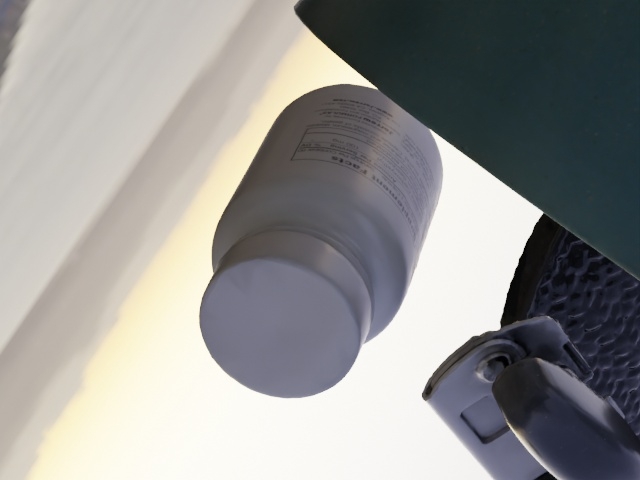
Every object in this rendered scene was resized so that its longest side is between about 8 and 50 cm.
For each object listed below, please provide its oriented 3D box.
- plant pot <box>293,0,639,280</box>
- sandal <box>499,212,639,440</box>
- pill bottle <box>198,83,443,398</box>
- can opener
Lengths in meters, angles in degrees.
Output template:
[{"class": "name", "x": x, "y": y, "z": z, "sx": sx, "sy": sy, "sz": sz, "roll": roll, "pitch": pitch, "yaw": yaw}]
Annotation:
[{"class": "plant pot", "x": 0.177, "y": -0.084, "z": 0.543, "sx": 0.235, "sy": 0.293, "sz": 0.293, "roll": -56, "pitch": -176, "yaw": 10}, {"class": "sandal", "x": 0.197, "y": 0.071, "z": 1.262, "sx": 0.167, "sy": 0.107, "sz": 0.446, "roll": -43, "pitch": 145, "yaw": -6}, {"class": "pill bottle", "x": 0.000, "y": 0.000, "z": 1.224, "sx": 0.131, "sy": 0.131, "sz": 0.229, "roll": -54, "pitch": -174, "yaw": 31}, {"class": "can opener", "x": 0.146, "y": 0.139, "z": 0.967, "sx": 0.076, "sy": 0.283, "sz": 0.095, "roll": -33, "pitch": -138, "yaw": 8}]
